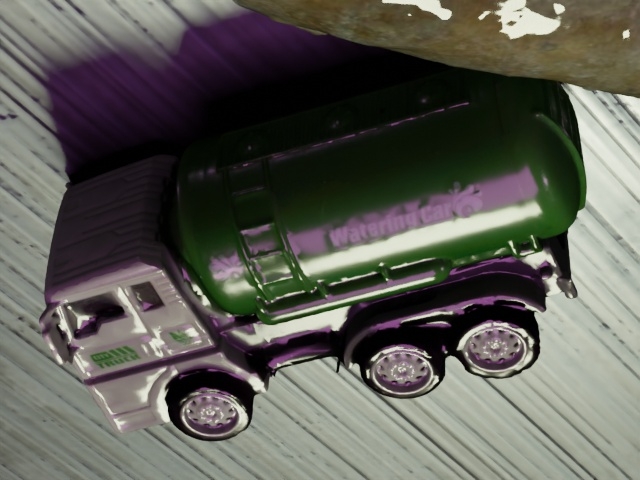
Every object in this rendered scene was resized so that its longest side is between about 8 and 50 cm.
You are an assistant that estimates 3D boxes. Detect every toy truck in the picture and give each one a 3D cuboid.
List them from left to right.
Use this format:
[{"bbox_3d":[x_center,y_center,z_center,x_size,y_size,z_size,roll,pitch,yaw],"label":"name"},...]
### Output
[{"bbox_3d":[0.000,0.000,0.855,0.242,0.101,0.125,-16,131,16],"label":"toy truck"}]

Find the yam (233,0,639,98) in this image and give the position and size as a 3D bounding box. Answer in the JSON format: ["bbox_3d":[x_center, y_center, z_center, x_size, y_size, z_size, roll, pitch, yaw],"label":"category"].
[{"bbox_3d":[0.097,-0.114,0.706,0.330,0.133,0.133,13,138,-17],"label":"yam"}]
